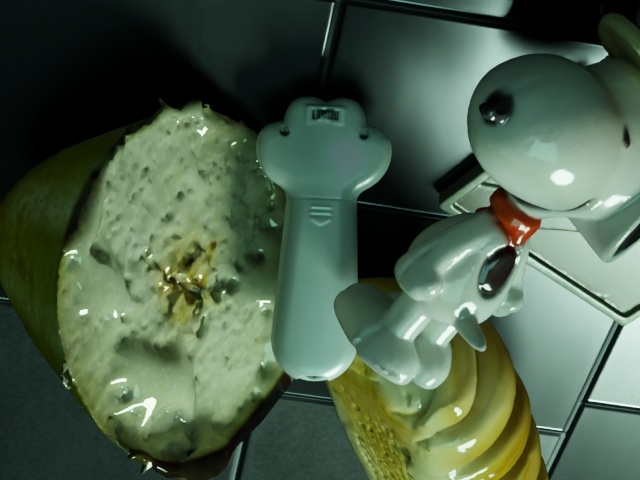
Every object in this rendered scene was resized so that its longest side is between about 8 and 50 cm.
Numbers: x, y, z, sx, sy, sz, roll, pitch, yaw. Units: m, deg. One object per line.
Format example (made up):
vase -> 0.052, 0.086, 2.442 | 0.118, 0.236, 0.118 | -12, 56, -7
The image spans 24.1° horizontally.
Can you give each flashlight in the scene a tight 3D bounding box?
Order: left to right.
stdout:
flashlight -> 0.000, 0.000, 1.046 | 0.093, 0.047, 0.200 | 2, 100, 0

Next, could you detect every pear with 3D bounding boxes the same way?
pear -> -0.139, 0.026, 1.063 | 0.178, 0.267, 0.267 | 8, 145, 40

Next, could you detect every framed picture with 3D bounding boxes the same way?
framed picture -> 0.209, -0.020, 1.098 | 0.203, 0.015, 0.150 | 31, 129, -26

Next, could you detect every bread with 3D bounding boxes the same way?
bread -> 0.096, 0.149, 1.181 | 0.121, 0.173, 0.311 | -43, 141, -18

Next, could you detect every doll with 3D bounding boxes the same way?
doll -> 0.140, -0.025, 0.971 | 0.208, 0.144, 0.271 | -4, 138, -31
